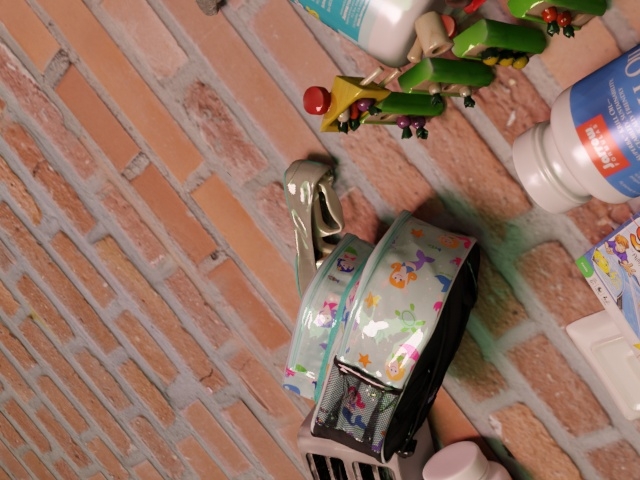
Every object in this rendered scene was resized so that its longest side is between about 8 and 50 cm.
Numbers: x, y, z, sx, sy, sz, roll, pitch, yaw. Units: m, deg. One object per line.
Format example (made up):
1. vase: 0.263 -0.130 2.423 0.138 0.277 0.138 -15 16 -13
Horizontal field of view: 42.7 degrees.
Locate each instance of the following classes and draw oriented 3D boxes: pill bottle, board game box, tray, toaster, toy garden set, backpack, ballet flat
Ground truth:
1. pill bottle: 0.291 -0.108 0.746 0.221 0.124 0.124 -32 97 41
2. board game box: 0.350 0.073 0.802 0.201 0.035 0.136 61 154 17
3. pill bottle: 0.011 -0.297 0.803 0.264 0.146 0.146 37 131 10
4. tray: 0.407 0.112 0.865 0.270 0.030 0.145 -29 99 41
5. toaster: 0.072 0.312 1.153 0.168 0.110 0.186 2 118 34
6. toy garden set: 0.123 -0.159 0.772 0.244 0.204 0.049 -29 75 42
7. backpack: 0.078 0.092 0.943 0.191 0.225 0.253 28 125 11
8. pill bottle: 0.222 0.378 1.087 0.117 0.117 0.215 -22 104 40
9. ballet flat: 0.000 0.000 1.040 0.068 0.072 0.213 5 119 26

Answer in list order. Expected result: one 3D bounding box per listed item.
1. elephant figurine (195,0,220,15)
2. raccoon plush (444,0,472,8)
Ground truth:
1. elephant figurine: -0.188 -0.384 0.889 0.186 0.169 0.239 67 153 21
2. raccoon plush: 0.081 -0.403 0.590 0.216 0.299 0.446 -9 111 37
